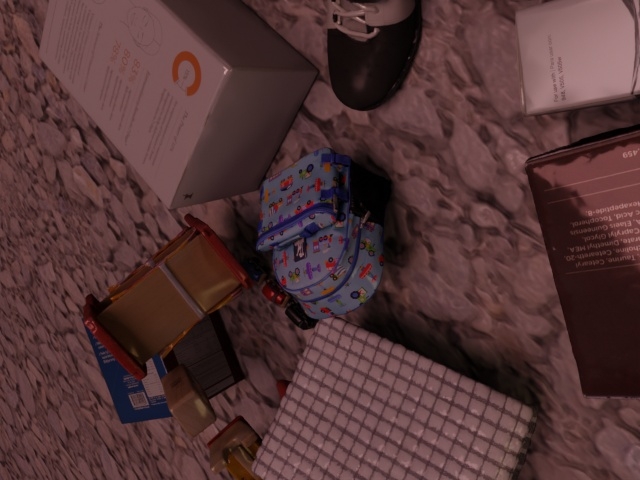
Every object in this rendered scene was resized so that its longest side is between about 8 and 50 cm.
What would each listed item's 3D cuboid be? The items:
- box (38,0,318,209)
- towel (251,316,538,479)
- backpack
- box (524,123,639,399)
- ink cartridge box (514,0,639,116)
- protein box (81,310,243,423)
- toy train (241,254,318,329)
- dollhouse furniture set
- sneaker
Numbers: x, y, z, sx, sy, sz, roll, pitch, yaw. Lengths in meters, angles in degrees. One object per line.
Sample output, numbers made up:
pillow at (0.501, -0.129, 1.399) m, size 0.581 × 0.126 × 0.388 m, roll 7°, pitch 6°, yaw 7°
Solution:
box at (-0.208, -0.244, 0.790) m, size 0.345 × 0.168 × 0.215 m, roll 47°, pitch 126°, yaw 19°
towel at (0.083, 0.245, 0.680) m, size 0.283 × 0.121 × 0.235 m, roll 20°, pitch 82°, yaw 32°
backpack at (0.000, 0.000, 0.691) m, size 0.158 × 0.116 × 0.174 m, roll -20°, pitch 56°, yaw 40°
box at (0.293, 0.001, 0.466) m, size 0.167 × 0.168 × 0.203 m, roll -12°, pitch 95°, yaw 39°
ink cartridge box at (0.277, -0.157, 0.444) m, size 0.208 × 0.153 × 0.087 m, roll -4°, pitch 100°, yaw 38°
protein box at (-0.274, 0.186, 0.987) m, size 0.199 × 0.136 × 0.201 m, roll -22°, pitch 89°, yaw 40°
toy train at (-0.068, 0.077, 0.858) m, size 0.158 × 0.036 × 0.027 m, roll 42°, pitch 125°, yaw 22°
dollhouse furniture set at (-0.145, 0.171, 0.837) m, size 0.374 × 0.201 × 0.152 m, roll 55°, pitch 167°, yaw -17°
sneaker at (0.041, -0.299, 0.597) m, size 0.122 × 0.146 × 0.331 m, roll 24°, pitch 118°, yaw 29°
